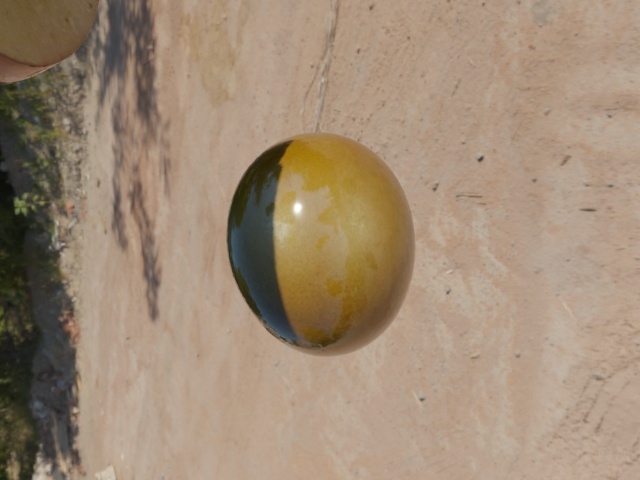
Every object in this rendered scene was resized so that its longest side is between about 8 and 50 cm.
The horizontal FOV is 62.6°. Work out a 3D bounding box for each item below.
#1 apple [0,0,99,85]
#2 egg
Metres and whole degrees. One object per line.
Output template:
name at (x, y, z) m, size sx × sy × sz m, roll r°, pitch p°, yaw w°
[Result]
apple at (-0.316, -0.310, 0.362) m, size 0.329 × 0.295 × 0.365 m, roll 149°, pitch 119°, yaw -69°
egg at (0.000, 0.000, 0.795) m, size 0.282 × 0.282 × 0.351 m, roll -44°, pitch 45°, yaw 50°
